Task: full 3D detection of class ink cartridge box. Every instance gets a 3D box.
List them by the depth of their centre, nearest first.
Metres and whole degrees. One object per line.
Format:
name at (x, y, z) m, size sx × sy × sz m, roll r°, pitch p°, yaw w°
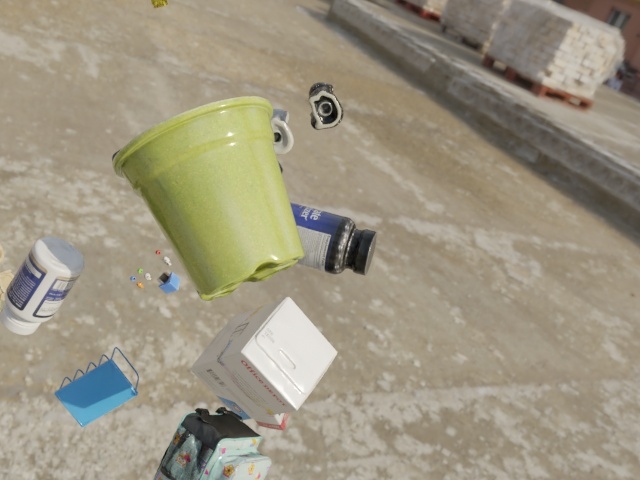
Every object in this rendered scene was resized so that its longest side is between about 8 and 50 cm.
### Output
ink cartridge box at (-0.120, 0.252, 1.586) m, size 0.171 × 0.232 × 0.168 m, roll 49°, pitch 53°, yaw -13°
ink cartridge box at (-0.121, 0.364, 1.814) m, size 0.072 × 0.175 × 0.128 m, roll 8°, pitch 60°, yaw 16°

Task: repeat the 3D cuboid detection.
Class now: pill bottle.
pill bottle at (-0.493, 0.083, 1.323) m, size 0.094 × 0.169 × 0.094 m, roll 33°, pitch 21°, yaw -15°
pill bottle at (0.000, 0.000, 1.554) m, size 0.219 × 0.123 × 0.123 m, roll 15°, pitch 22°, yaw 10°

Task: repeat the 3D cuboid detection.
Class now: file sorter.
file sorter at (-0.569, 0.371, 1.943) m, size 0.118 × 0.170 × 0.104 m, roll 58°, pitch 4°, yaw -19°

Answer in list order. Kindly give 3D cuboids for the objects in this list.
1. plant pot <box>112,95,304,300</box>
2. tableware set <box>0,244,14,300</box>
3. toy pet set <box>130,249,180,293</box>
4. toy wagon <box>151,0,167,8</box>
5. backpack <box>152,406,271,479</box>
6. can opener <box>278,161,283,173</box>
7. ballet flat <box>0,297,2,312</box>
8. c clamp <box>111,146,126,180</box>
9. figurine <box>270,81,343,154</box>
plant pot at (-0.155, -0.051, 1.206) m, size 0.276 × 0.276 × 0.254 m, roll -16°, pitch 81°, yaw -56°
tableware set at (-0.761, 0.075, 1.752) m, size 0.020 × 0.169 × 0.141 m, roll -19°, pitch 17°, yaw 15°
toy pet set at (-0.480, 0.112, 2.251) m, size 0.065 × 0.122 × 0.114 m, roll 28°, pitch -18°, yaw 45°
toy wagon at (-0.128, -0.467, 1.287) m, size 0.344 × 0.068 × 0.267 m, roll -13°, pitch 19°, yaw -2°
backpack at (-0.178, 0.372, 1.164) m, size 0.144 × 0.188 × 0.166 m, roll 37°, pitch 3°, yaw 22°
can opener at (-0.154, -0.244, 2.248) m, size 0.059 × 0.073 × 0.186 m, roll 6°, pitch 30°, yaw -18°
ballet flat at (-0.782, 0.182, 1.506) m, size 0.123 × 0.123 × 0.348 m, roll 29°, pitch 32°, yaw 15°
c clamp at (-0.484, -0.208, 2.030) m, size 0.137 × 0.022 × 0.161 m, roll 32°, pitch 46°, yaw 5°
figurine at (-0.054, -0.304, 1.824) m, size 0.092 × 0.214 × 0.209 m, roll 59°, pitch 10°, yaw -21°
